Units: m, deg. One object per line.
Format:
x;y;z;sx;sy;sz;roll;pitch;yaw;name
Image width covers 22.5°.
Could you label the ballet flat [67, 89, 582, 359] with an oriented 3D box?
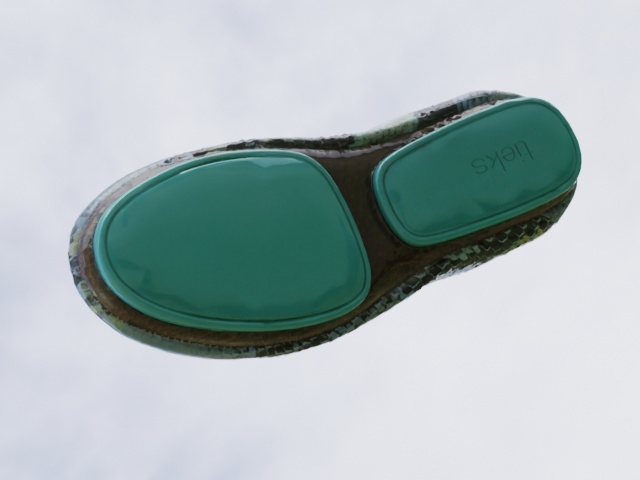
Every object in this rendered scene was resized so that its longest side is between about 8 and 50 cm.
0.000;0.000;0.500;0.188;0.070;0.070;-13;-57;-34;ballet flat
